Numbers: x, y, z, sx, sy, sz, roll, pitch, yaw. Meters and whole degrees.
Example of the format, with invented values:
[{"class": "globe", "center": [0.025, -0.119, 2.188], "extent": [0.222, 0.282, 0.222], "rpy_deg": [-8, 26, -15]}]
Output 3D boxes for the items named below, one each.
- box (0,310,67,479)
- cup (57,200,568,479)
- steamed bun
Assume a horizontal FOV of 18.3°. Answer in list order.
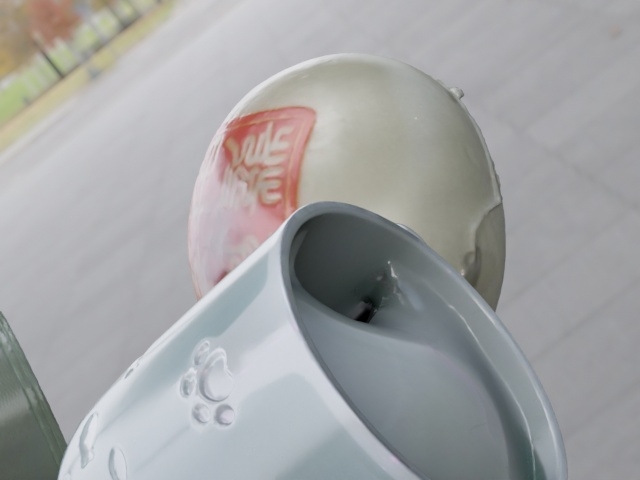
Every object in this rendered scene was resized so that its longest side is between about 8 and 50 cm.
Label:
[{"class": "box", "center": [-0.351, 0.194, 2.007], "extent": [0.149, 0.226, 0.226], "rpy_deg": [-25, 6, -12]}, {"class": "cup", "center": [-0.016, 0.129, 1.387], "extent": [0.274, 0.259, 0.356], "rpy_deg": [-41, 20, 25]}, {"class": "steamed bun", "center": [0.000, 0.000, 1.966], "extent": [0.241, 0.374, 0.374], "rpy_deg": [-5, -10, -31]}]
